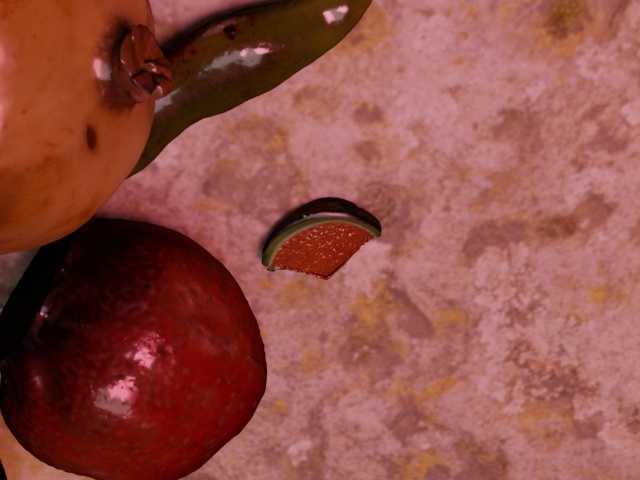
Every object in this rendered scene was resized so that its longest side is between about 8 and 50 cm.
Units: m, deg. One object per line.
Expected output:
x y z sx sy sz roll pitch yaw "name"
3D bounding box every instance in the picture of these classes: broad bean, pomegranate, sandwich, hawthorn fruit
-0.103 -0.121 1.148 0.339 0.061 0.077 -30 126 11 "broad bean"
-0.260 -0.123 1.015 0.307 0.307 0.307 -3 120 -5 "pomegranate"
-0.005 0.000 1.250 0.101 0.026 0.069 -41 120 19 "sandwich"
-0.145 0.098 1.188 0.215 0.215 0.249 -42 141 16 "hawthorn fruit"

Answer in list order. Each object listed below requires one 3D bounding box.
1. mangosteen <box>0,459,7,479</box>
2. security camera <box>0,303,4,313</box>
-0.382 0.231 1.239 0.216 0.216 0.216 -3 120 -5 "mangosteen"
-0.291 0.044 1.233 0.092 0.058 0.058 38 109 -11 "security camera"
